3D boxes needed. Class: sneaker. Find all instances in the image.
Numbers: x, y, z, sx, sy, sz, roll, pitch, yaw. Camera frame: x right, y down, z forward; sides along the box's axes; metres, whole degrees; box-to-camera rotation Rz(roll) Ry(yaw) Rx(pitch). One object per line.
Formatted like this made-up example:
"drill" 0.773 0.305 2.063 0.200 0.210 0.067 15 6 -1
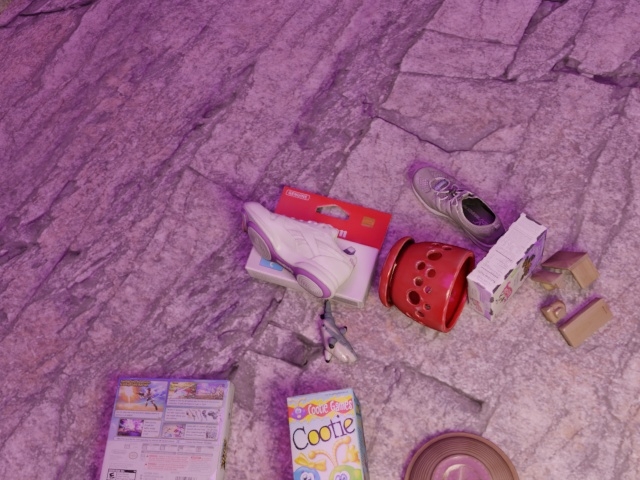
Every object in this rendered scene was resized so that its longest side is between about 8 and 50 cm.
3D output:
"sneaker" -0.051 0.002 1.630 0.305 0.114 0.152 40 63 15
"sneaker" 0.334 -0.098 1.676 0.281 0.115 0.105 40 77 25

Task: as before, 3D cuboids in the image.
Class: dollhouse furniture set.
"dollhouse furniture set" 0.549 0.127 1.575 0.144 0.123 0.151 -36 98 -8

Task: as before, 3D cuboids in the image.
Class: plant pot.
"plant pot" 0.231 0.089 1.563 0.174 0.191 0.191 18 69 22
"plant pot" 0.281 0.493 1.400 0.237 0.110 0.238 -4 63 8

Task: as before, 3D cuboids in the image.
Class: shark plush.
"shark plush" 0.034 0.216 1.632 0.067 0.073 0.161 -6 40 -14

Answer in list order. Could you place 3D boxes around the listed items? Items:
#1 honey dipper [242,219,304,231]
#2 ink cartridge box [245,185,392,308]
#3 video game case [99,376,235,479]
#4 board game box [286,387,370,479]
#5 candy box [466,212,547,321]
"honey dipper" -0.118 -0.039 1.785 0.160 0.030 0.031 -1 64 6
"ink cartridge box" 0.000 0.000 1.707 0.296 0.066 0.261 15 69 11
"video game case" -0.338 0.434 1.572 0.269 0.061 0.245 0 65 10
"board game box" 0.023 0.463 1.444 0.141 0.144 0.276 -10 62 6
"candy box" 0.409 0.062 1.555 0.070 0.165 0.196 36 76 26
